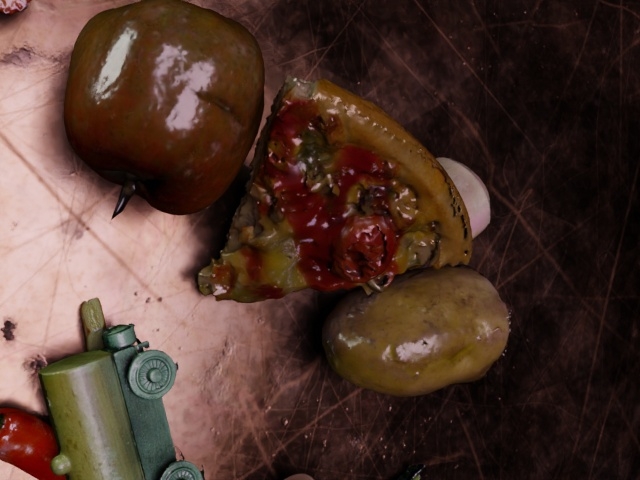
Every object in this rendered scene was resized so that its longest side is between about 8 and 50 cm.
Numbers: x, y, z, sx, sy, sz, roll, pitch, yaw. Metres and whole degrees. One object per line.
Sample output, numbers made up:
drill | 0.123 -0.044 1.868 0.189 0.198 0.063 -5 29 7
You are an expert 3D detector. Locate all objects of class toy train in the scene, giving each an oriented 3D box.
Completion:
toy train | -0.280 0.274 1.010 0.189 0.126 0.308 -16 98 -28

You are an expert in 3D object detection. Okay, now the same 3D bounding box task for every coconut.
coconut | 0.192 -0.045 1.252 0.183 0.171 0.171 -34 105 -23

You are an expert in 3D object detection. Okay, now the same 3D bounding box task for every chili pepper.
chili pepper | -0.379 0.289 0.992 0.071 0.063 0.272 -53 123 -21

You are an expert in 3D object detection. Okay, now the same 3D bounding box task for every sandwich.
sandwich | -0.321 0.125 1.038 0.030 0.044 0.083 -10 92 -23

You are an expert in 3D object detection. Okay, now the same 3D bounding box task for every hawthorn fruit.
hawthorn fruit | -0.209 -0.162 0.981 0.267 0.267 0.301 21 86 -26

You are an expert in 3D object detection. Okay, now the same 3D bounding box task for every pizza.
pizza | 0.000 0.000 1.062 0.406 0.130 0.440 -36 131 18

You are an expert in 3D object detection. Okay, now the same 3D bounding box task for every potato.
potato | 0.133 0.152 1.188 0.266 0.229 0.229 -2 90 -32

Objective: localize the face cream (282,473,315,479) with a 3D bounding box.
face cream | -0.027 0.452 1.129 0.104 0.149 0.149 46 70 -21

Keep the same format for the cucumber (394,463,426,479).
cucumber | 0.107 0.475 1.262 0.220 0.046 0.070 -34 107 -23

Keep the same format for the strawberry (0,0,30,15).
strawberry | -0.484 -0.416 0.931 0.188 0.106 0.286 -43 121 -17
